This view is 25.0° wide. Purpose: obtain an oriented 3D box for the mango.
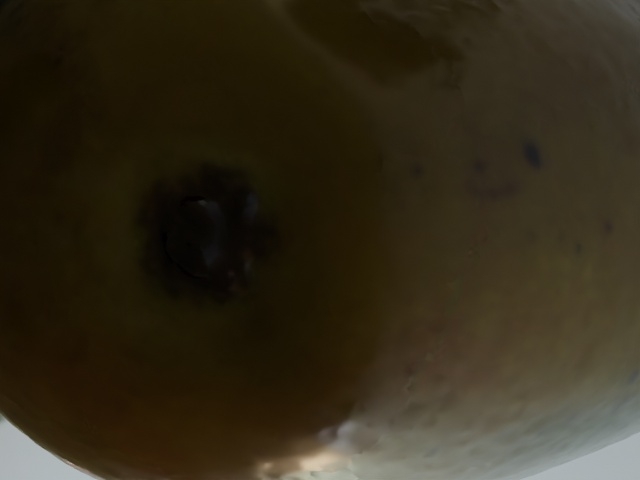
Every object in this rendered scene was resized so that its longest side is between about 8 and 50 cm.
[{"bbox_3d":[0.041,-0.022,0.609,0.300,0.446,0.232,12,-79,38],"label":"mango"}]
